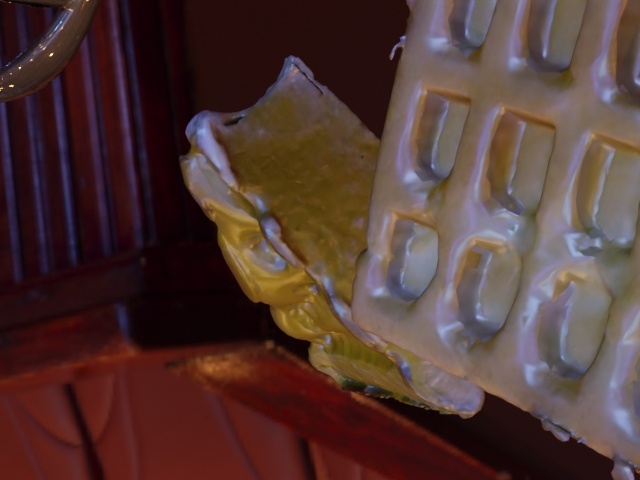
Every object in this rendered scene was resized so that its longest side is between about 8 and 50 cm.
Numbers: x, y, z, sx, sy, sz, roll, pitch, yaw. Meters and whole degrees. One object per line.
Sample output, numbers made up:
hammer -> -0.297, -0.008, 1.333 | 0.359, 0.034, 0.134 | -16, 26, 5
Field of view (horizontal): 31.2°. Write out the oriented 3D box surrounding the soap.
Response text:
soap -> 0.000, 0.000, 0.990 | 0.169, 0.304, 0.339 | -46, -171, -13

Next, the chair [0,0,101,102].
chair -> -0.234, -0.162, 0.474 | 0.188, 0.166, 0.272 | -7, 170, 40

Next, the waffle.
waffle -> 0.133, -0.080, 0.479 | 0.098, 0.327, 0.224 | -2, -161, -42
